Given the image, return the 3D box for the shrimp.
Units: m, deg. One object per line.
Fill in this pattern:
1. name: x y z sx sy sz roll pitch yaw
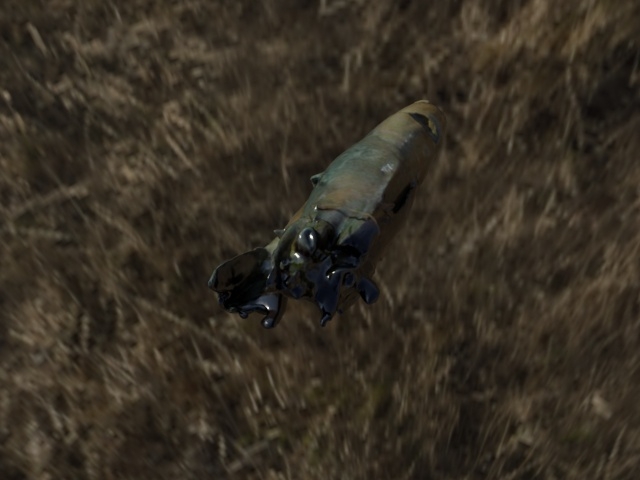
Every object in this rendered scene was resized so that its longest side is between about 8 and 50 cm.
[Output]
1. shrimp: -0.006 -0.006 1.361 0.075 0.178 0.289 42 36 -12
